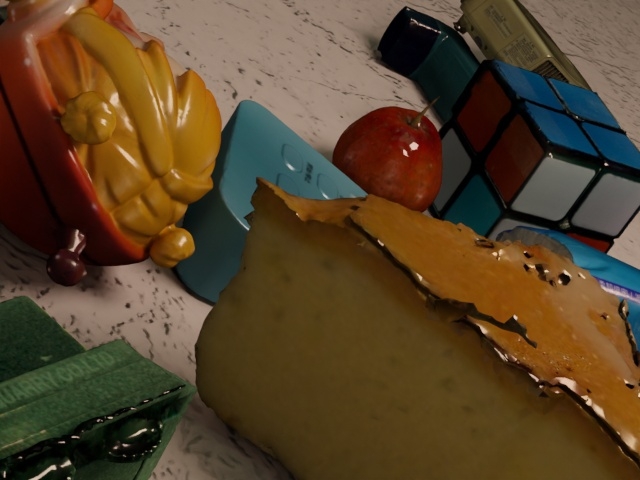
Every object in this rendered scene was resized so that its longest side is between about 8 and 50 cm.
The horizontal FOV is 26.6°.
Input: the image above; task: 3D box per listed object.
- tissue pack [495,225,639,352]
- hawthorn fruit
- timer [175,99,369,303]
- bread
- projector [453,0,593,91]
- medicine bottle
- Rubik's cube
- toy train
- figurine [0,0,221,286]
[{"bbox_3d":[0.300,0.092,1.321,0.269,0.137,0.209,20,6,-19],"label":"tissue pack"},{"bbox_3d":[0.071,-0.089,1.445,0.125,0.140,0.125,-5,33,3],"label":"hawthorn fruit"},{"bbox_3d":[0.000,0.000,1.272,0.250,0.091,0.232,28,29,-15],"label":"timer"},{"bbox_3d":[0.085,0.139,0.986,0.315,0.248,0.279,13,33,-24],"label":"bread"},{"bbox_3d":[0.287,-0.229,1.816,0.194,0.088,0.269,58,16,21],"label":"projector"},{"bbox_3d":[0.175,-0.192,1.738,0.124,0.079,0.258,14,34,-39],"label":"medicine bottle"},{"bbox_3d":[0.234,-0.071,1.509,0.167,0.180,0.183,13,32,-29],"label":"Rubik's cube"},{"bbox_3d":[-0.230,0.127,0.810,0.178,0.139,0.330,39,29,20],"label":"toy train"},{"bbox_3d":[-0.207,-0.105,1.120,0.323,0.196,0.320,46,-10,42],"label":"figurine"}]
